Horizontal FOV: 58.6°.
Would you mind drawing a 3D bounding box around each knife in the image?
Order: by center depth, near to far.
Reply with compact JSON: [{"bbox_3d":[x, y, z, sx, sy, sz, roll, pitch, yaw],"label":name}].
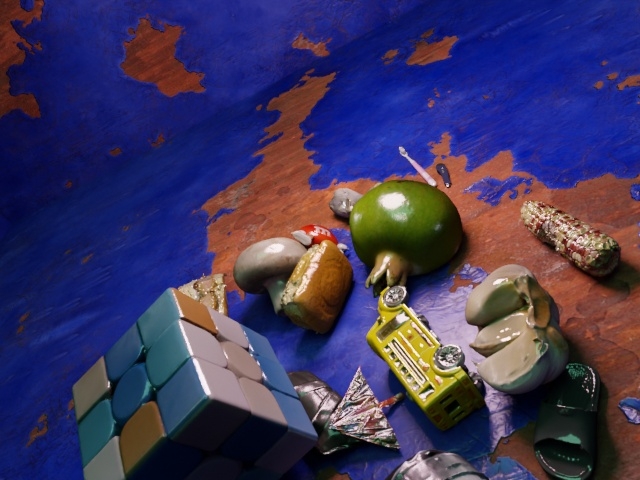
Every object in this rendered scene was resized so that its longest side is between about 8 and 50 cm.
[{"bbox_3d":[0.384,-0.203,1.776,0.031,0.018,0.121,-17,38,11],"label":"knife"}]

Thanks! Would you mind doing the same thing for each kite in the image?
[{"bbox_3d":[0.102,0.373,1.264,0.189,0.009,0.232,-18,41,-14],"label":"kite"}]

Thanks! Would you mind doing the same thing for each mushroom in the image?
[{"bbox_3d":[-0.127,0.113,1.657,0.244,0.243,0.243,-21,37,17],"label":"mushroom"},{"bbox_3d":[0.123,-0.123,1.796,0.278,0.099,0.096,-3,80,57],"label":"mushroom"}]

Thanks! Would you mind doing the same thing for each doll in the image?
[{"bbox_3d":[0.000,0.000,1.731,0.217,0.183,0.085,-69,1,-87],"label":"doll"}]

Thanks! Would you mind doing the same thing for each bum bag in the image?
[{"bbox_3d":[-0.024,0.391,1.334,0.142,0.079,0.326,-36,34,-23],"label":"bum bag"}]

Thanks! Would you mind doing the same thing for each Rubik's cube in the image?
[{"bbox_3d":[-0.277,0.377,1.241,0.346,0.347,0.344,-47,43,8],"label":"Rubik's cube"}]

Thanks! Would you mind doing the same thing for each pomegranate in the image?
[{"bbox_3d":[0.202,-0.021,1.532,0.310,0.216,0.358,0,47,34],"label":"pomegranate"}]

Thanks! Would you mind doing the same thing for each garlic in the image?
[{"bbox_3d":[0.399,0.186,1.176,0.203,0.185,0.281,-43,44,37],"label":"garlic"}]

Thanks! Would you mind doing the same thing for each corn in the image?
[{"bbox_3d":[0.571,-0.015,1.334,0.098,0.098,0.290,-36,34,-3],"label":"corn"}]

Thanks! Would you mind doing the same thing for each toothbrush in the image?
[{"bbox_3d":[0.315,-0.245,1.876,0.020,0.025,0.286,-32,35,4],"label":"toothbrush"}]

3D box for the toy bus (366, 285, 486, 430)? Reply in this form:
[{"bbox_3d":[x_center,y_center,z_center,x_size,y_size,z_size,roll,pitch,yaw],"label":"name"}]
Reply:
[{"bbox_3d":[0.213,0.249,1.264,0.152,0.144,0.330,-39,37,0],"label":"toy bus"}]

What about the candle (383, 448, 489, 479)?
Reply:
[{"bbox_3d":[0.242,0.501,0.879,0.221,0.221,0.342,-41,39,-10],"label":"candle"}]

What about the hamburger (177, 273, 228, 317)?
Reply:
[{"bbox_3d":[-0.352,0.205,1.753,0.156,0.245,0.282,-9,-10,-8],"label":"hamburger"}]

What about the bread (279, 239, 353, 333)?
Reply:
[{"bbox_3d":[-0.006,0.126,1.558,0.121,0.174,0.245,3,47,36],"label":"bread"}]

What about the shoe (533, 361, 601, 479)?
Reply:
[{"bbox_3d":[0.450,0.313,1.045,0.108,0.093,0.241,-1,44,36],"label":"shoe"}]
